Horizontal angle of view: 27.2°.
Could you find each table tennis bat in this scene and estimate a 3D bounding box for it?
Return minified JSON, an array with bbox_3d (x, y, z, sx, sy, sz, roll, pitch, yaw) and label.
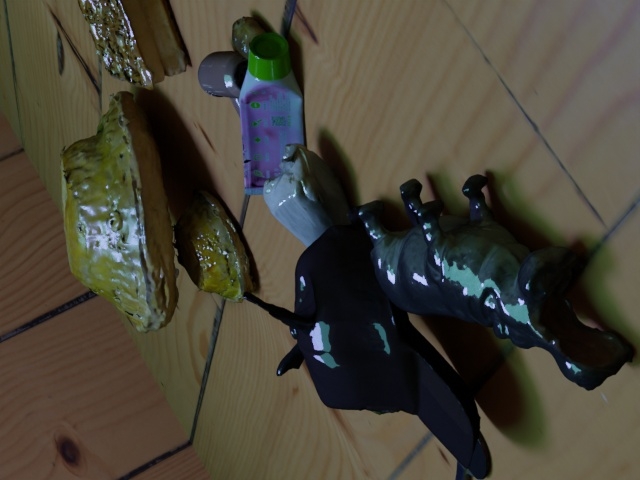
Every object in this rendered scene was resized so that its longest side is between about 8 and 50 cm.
[{"bbox_3d":[0.187,0.278,1.719,0.095,0.014,0.158,48,155,35],"label":"table tennis bat"}]

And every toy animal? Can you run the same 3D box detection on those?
[{"bbox_3d":[0.160,0.030,1.319,0.343,0.106,0.168,26,138,56],"label":"toy animal"}]

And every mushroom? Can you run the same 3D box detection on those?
[{"bbox_3d":[0.002,-0.002,1.714,0.099,0.096,0.278,38,153,55],"label":"mushroom"}]

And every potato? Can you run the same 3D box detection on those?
[{"bbox_3d":[-0.085,-0.252,1.685,0.083,0.040,0.051,50,159,35],"label":"potato"}]

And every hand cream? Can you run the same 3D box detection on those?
[{"bbox_3d":[-0.060,-0.150,1.712,0.079,0.050,0.275,23,145,18],"label":"hand cream"}]

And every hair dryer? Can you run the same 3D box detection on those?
[{"bbox_3d":[-0.092,-0.174,1.796,0.181,0.064,0.117,61,162,-20],"label":"hair dryer"}]

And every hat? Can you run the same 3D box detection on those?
[{"bbox_3d":[0.041,0.143,1.557,0.336,0.209,0.238,63,-176,7],"label":"hat"}]

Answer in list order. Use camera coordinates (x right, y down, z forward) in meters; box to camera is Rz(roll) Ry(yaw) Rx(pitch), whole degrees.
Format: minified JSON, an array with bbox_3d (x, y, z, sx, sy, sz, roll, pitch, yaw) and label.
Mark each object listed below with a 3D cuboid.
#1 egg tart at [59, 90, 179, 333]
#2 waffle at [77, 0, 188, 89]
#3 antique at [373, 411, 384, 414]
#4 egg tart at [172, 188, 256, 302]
[{"bbox_3d":[-0.362,-0.043,2.326,0.443,0.178,0.443,173,90,-78],"label":"egg tart"},{"bbox_3d":[-0.316,-0.393,2.032,0.213,0.091,0.308,28,141,59],"label":"waffle"},{"bbox_3d":[0.064,0.171,1.801,0.080,0.081,0.221,66,161,-14],"label":"antique"},{"bbox_3d":[-0.189,0.017,2.265,0.212,0.090,0.212,48,153,36],"label":"egg tart"}]
